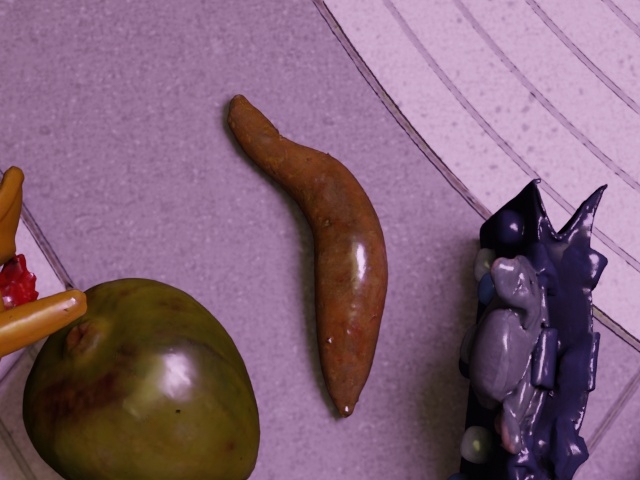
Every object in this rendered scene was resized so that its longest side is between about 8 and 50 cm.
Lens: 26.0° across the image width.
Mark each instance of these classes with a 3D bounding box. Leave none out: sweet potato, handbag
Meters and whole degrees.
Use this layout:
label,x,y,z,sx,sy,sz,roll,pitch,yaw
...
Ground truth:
label,x,y,z,sx,sy,sz,roll,pitch,yaw
sweet potato,0.005,-0.006,1.365,0.108,0.079,0.346,-22,76,4
handbag,0.180,0.117,1.250,0.118,0.269,0.326,8,76,-1

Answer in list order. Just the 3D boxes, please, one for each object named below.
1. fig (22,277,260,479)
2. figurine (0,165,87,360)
label,x,y,z,sx,sy,sz,roll,pitch,yaw
fig,-0.153,0.153,1.278,0.225,0.203,0.203,43,74,-34
figurine,-0.366,0.076,1.170,0.268,0.387,0.401,23,72,-13
